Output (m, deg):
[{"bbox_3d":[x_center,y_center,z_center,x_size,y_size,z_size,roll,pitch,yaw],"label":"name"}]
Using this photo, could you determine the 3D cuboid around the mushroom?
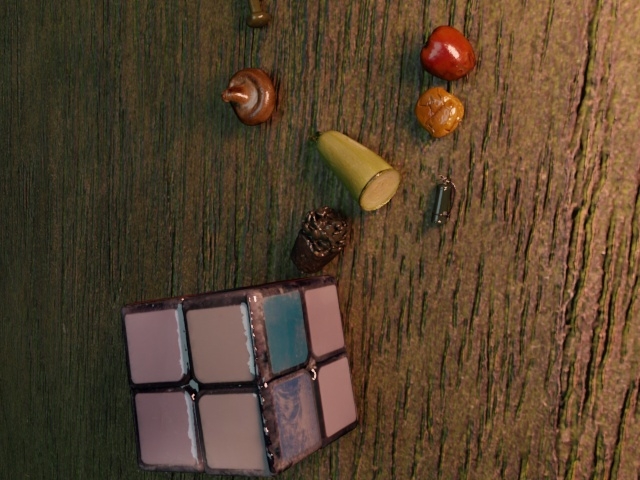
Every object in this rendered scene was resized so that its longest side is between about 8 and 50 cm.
[{"bbox_3d":[-0.144,-0.296,1.412,0.109,0.085,0.126,-20,76,5],"label":"mushroom"}]

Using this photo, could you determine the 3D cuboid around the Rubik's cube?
[{"bbox_3d":[-0.147,0.244,1.285,0.313,0.318,0.316,-10,86,28],"label":"Rubik's cube"}]

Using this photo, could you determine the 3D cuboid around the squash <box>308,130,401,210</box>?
[{"bbox_3d":[0.046,-0.147,1.268,0.224,0.094,0.094,44,121,37],"label":"squash"}]

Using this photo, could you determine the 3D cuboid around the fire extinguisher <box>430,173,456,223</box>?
[{"bbox_3d":[0.210,-0.070,1.164,0.038,0.025,0.083,7,102,2],"label":"fire extinguisher"}]

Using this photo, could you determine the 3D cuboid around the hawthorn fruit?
[{"bbox_3d":[0.211,-0.297,1.111,0.093,0.081,0.081,32,118,2],"label":"hawthorn fruit"}]

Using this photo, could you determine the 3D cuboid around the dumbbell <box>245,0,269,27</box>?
[{"bbox_3d":[-0.139,-0.499,1.411,0.052,0.046,0.118,-16,84,46],"label":"dumbbell"}]

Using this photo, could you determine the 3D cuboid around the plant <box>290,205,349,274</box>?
[{"bbox_3d":[0.000,0.000,1.313,0.094,0.092,0.143,56,135,30],"label":"plant"}]

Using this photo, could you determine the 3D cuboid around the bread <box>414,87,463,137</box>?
[{"bbox_3d":[0.198,-0.213,1.144,0.081,0.046,0.083,-18,84,43],"label":"bread"}]
